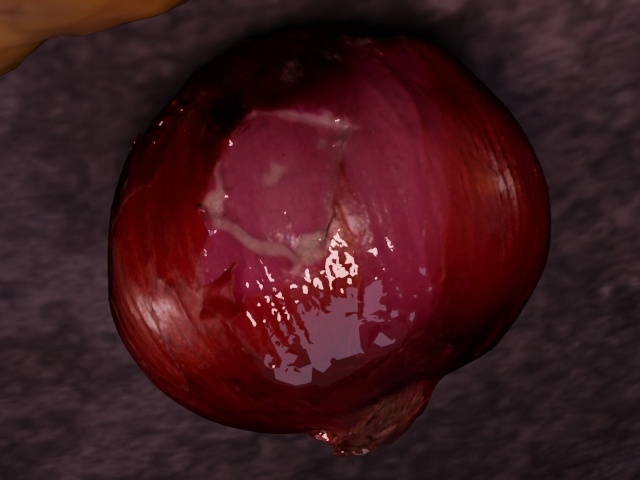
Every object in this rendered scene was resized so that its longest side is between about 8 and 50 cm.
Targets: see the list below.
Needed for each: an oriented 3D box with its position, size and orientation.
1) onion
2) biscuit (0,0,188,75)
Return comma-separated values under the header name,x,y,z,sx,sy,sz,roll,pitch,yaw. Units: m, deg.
name,x,y,z,sx,sy,sz,roll,pitch,yaw
onion,0.000,0.000,0.537,0.131,0.131,0.131,-11,148,-7
biscuit,-0.142,-0.116,0.271,0.429,0.104,0.446,-24,162,17
